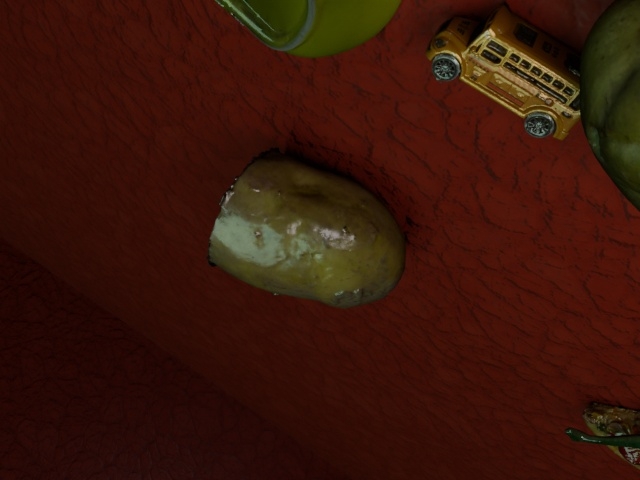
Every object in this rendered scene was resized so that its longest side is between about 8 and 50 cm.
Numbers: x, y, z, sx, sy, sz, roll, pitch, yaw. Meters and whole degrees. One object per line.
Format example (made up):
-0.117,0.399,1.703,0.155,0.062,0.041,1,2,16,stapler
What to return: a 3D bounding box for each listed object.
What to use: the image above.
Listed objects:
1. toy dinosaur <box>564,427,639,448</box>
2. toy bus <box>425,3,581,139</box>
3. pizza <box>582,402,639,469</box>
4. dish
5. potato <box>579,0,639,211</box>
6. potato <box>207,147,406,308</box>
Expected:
0.605,0.309,0.841,0.448,0.087,0.300,20,141,16,toy dinosaur
0.188,-0.172,0.593,0.162,0.069,0.074,32,142,0,toy bus
0.544,0.330,0.984,0.188,0.062,0.199,37,149,-8,pizza
-0.047,-0.289,0.620,0.262,0.108,0.221,38,150,-7,dish
0.301,-0.090,0.482,0.228,0.197,0.149,20,152,-41,potato
0.000,0.000,0.915,0.266,0.229,0.229,26,150,7,potato
